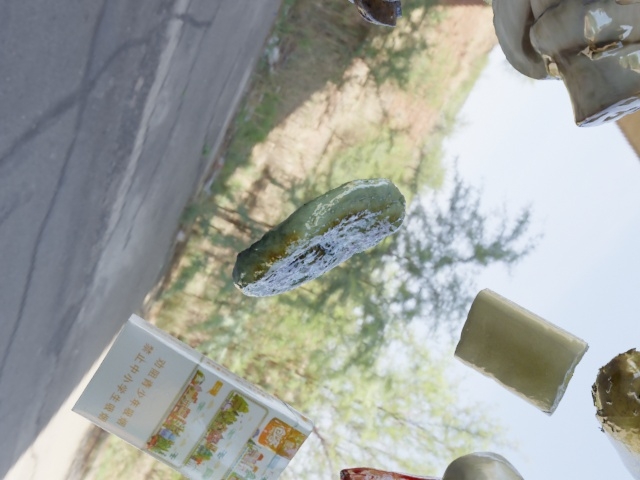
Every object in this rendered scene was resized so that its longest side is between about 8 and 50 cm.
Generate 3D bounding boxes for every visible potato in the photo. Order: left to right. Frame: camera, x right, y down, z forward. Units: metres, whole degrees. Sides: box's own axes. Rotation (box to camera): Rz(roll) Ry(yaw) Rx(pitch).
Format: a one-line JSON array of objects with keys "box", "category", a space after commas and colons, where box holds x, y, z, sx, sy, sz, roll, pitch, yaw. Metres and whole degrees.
[{"box": [0.550, 0.308, 1.215, 0.140, 0.300, 0.173, -40, -162, -31], "category": "potato"}]

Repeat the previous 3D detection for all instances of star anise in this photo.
[{"box": [0.061, -0.448, 1.192, 0.093, 0.236, 0.229, -41, 144, -19], "category": "star anise"}]

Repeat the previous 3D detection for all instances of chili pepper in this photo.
[{"box": [0.145, 0.344, 1.026, 0.071, 0.272, 0.063, -19, -121, 55], "category": "chili pepper"}]

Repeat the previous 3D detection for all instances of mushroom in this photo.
[{"box": [0.245, -0.200, 0.563, 0.254, 0.189, 0.195, 40, 33, -84], "category": "mushroom"}]

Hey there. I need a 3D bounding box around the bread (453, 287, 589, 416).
[{"box": [0.300, 0.165, 1.144, 0.060, 0.178, 0.139, -20, 134, -51], "category": "bread"}]

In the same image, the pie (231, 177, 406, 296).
[{"box": [0.000, 0.000, 0.927, 0.241, 0.054, 0.240, -28, 165, -8], "category": "pie"}]

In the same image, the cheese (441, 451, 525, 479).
[{"box": [0.223, 0.428, 0.858, 0.351, 0.130, 0.328, -137, -138, -71], "category": "cheese"}]

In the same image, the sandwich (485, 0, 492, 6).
[{"box": [0.254, -0.482, 1.242, 0.245, 0.212, 0.063, -22, 176, -14], "category": "sandwich"}]

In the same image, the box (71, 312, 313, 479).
[{"box": [-0.131, 0.181, 0.782, 0.122, 0.220, 0.032, -56, -173, 10], "category": "box"}]
